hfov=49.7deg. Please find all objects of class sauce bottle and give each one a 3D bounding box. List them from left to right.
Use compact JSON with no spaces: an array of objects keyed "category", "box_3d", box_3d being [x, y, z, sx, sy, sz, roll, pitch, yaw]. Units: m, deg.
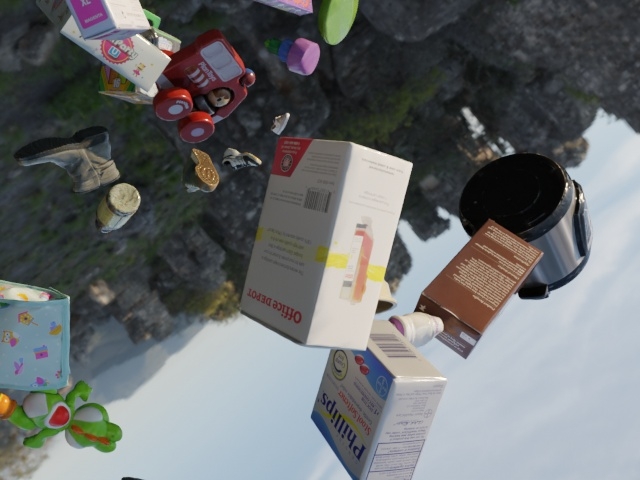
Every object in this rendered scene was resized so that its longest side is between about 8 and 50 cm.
[{"category":"sauce bottle","box_3d":[-0.706,-0.098,2.357,0.111,0.111,0.344,-42,-171,-31]}]

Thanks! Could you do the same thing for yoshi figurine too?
[{"category":"yoshi figurine","box_3d":[-0.738,0.488,1.957,0.203,0.362,0.203,-44,-156,25]}]

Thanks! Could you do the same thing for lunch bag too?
[{"category":"lunch bag","box_3d":[-0.686,0.214,1.557,0.160,0.262,0.223,-54,150,-80]}]

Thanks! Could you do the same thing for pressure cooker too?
[{"category":"pressure cooker","box_3d":[0.682,-0.035,2.264,0.370,0.420,0.375,-42,-139,-4]}]

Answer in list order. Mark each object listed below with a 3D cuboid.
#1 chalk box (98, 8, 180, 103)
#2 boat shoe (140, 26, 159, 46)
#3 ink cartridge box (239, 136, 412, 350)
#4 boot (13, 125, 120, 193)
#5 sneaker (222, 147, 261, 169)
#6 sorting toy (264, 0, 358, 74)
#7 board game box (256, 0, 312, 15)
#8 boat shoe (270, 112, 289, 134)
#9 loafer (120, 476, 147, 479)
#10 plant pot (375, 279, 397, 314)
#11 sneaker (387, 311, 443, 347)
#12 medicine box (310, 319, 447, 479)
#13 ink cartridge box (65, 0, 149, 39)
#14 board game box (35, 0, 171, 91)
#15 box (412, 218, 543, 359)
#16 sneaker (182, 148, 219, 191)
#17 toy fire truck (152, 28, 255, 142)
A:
[{"category":"chalk box","box_3d":[-0.596,-0.611,2.296,0.179,0.289,0.180,7,179,30]},{"category":"boat shoe","box_3d":[-0.588,-0.626,2.101,0.091,0.302,0.114,-31,135,-24]},{"category":"ink cartridge box","box_3d":[0.000,0.000,1.399,0.279,0.160,0.384,18,-86,55]},{"category":"boot","box_3d":[-0.639,-0.186,1.770,0.246,0.161,0.083,-21,-144,-28]},{"category":"sneaker","box_3d":[-0.150,-0.148,1.311,0.032,0.083,0.037,42,68,-56]},{"category":"sorting toy","box_3d":[0.007,-0.489,1.379,0.365,0.126,0.127,-57,159,-17]},{"category":"board game box","box_3d":[-0.133,-0.664,1.623,0.056,0.208,0.347,0,-173,30]},{"category":"boat shoe","box_3d":[-0.118,-0.338,1.983,0.100,0.035,0.035,141,-33,-64]},{"category":"loafer","box_3d":[-0.412,0.685,1.780,0.302,0.109,0.095,1,-110,38]},{"category":"plant pot","box_3d":[0.029,0.046,1.898,0.334,0.305,0.334,-4,164,-1]},{"category":"sneaker","box_3d":[0.224,0.257,1.826,0.152,0.114,0.305,-8,169,-16]},{"category":"medicine box","box_3d":[0.125,0.370,1.599,0.263,0.149,0.289,43,-58,55]},{"category":"ink cartridge box","box_3d":[-0.351,-0.440,0.976,0.065,0.311,0.186,-19,-165,5]},{"category":"board game box","box_3d":[-0.489,-0.467,1.537,0.097,0.224,0.303,-53,-140,4]},{"category":"box","box_3d":[0.438,0.127,1.917,0.381,0.191,0.143,-40,156,-37]},{"category":"sneaker","box_3d":[-0.304,-0.150,1.718,0.086,0.064,0.192,-58,-149,20]},{"category":"toy fire truck","box_3d":[-0.312,-0.417,1.861,0.254,0.169,0.302,-24,155,10]}]
